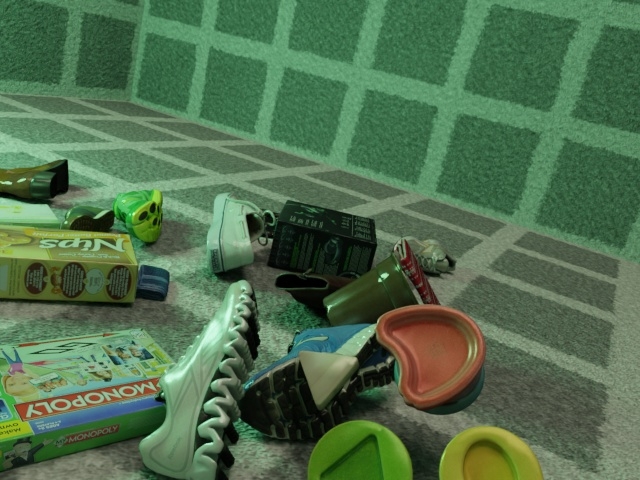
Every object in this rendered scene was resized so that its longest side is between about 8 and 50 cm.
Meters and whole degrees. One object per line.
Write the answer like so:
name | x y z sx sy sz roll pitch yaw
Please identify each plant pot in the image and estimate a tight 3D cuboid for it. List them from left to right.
plant pot | 0.104 0.134 1.176 0.165 0.167 0.167 -27 17 6

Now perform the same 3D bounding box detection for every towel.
towel | -0.348 0.086 1.267 0.067 0.029 0.119 10 16 -14
towel | 0.220 0.136 1.205 0.031 0.275 0.199 -27 7 10

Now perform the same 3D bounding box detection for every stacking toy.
stacking toy | 0.121 0.259 0.835 0.279 0.130 0.309 -12 53 2

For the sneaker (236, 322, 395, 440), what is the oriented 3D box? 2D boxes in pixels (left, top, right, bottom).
sneaker | -0.009 0.217 0.987 0.147 0.130 0.330 -3 7 44

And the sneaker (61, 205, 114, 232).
sneaker | -0.579 -0.043 1.462 0.086 0.064 0.192 11 14 10

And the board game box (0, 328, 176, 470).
board game box | -0.348 0.205 0.839 0.317 0.046 0.213 -2 22 -43

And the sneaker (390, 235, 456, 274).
sneaker | 0.311 0.052 1.807 0.262 0.099 0.121 -5 29 -45

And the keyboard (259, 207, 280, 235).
keyboard | -0.098 -0.040 1.892 0.317 0.033 0.201 11 23 -14

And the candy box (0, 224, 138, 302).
candy box | -0.521 0.041 1.166 0.316 0.088 0.183 6 17 -24

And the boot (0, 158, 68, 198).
boot | -0.854 -0.173 1.681 0.280 0.096 0.264 4 25 -8

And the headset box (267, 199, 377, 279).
headset box | 0.000 0.000 1.654 0.283 0.131 0.246 13 17 -2

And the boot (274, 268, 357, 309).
boot | 0.045 0.115 1.295 0.248 0.090 0.207 4 -9 18

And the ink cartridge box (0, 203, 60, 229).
ink cartridge box | -0.720 -0.060 1.411 0.171 0.056 0.235 0 23 -38

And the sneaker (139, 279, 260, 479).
sneaker | -0.152 0.173 0.817 0.118 0.110 0.292 5 50 8

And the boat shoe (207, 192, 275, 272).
boat shoe | -0.190 -0.034 1.545 0.156 0.136 0.367 -5 20 -2

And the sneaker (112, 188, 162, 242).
sneaker | -0.472 -0.064 1.568 0.123 0.110 0.295 -1 14 -10
